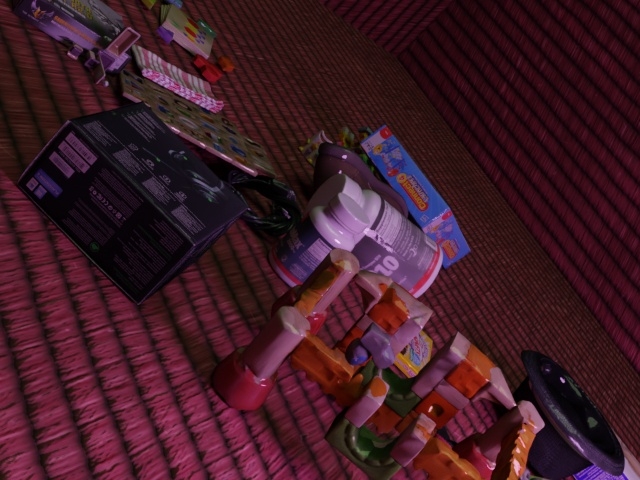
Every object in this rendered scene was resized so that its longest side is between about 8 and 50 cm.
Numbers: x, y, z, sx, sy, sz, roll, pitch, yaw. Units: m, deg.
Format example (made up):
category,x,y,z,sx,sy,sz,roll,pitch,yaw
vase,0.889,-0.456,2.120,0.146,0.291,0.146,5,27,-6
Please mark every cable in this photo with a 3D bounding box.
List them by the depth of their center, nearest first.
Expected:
category,x,y,z,sx,sy,sz,roll,pitch,yaw
cable,-0.123,-0.073,1.915,0.184,0.047,0.150,22,39,-20

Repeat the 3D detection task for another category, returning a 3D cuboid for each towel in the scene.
category,x,y,z,sx,sy,sz,roll,pitch,yaw
towel,-0.302,-0.343,2.078,0.197,0.029,0.144,25,18,-33

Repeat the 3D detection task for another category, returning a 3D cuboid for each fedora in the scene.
category,x,y,z,sx,sy,sz,roll,pitch,yaw
fedora,0.490,0.394,2.095,0.334,0.152,0.334,40,19,-17

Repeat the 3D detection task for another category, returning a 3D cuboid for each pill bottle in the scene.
category,x,y,z,sx,sy,sz,roll,pitch,yaw
pill bottle,0.000,0.000,1.824,0.108,0.180,0.108,40,19,-17
pill bottle,0.109,-0.004,2.097,0.283,0.161,0.161,37,20,-22

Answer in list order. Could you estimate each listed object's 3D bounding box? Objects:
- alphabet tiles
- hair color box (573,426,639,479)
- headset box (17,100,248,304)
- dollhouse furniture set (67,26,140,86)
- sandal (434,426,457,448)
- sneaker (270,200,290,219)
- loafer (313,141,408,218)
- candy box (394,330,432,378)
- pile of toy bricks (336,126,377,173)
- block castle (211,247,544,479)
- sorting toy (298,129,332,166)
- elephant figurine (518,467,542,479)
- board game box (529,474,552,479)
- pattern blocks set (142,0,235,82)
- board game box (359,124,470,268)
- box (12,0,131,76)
category,x,y,z,sx,sy,sz,roll,pitch,yaw
alphabet tiles,-0.242,-0.232,1.950,0.342,0.011,0.285,28,16,-25
hair color box,0.626,0.483,2.280,0.339,0.110,0.185,55,20,22
headset box,-0.265,-0.069,1.480,0.246,0.131,0.283,45,19,-2
dollhouse furniture set,-0.390,-0.343,1.812,0.091,0.114,0.081,31,28,-44
sandal,0.224,0.365,1.764,0.067,0.040,0.179,37,21,-26
sneaker,-0.084,-0.061,1.993,0.069,0.038,0.098,16,35,-57
loafer,0.080,-0.099,2.341,0.134,0.130,0.366,18,-13,40
candy box,0.179,0.215,2.002,0.105,0.027,0.206,47,19,-7
pile of toy bricks,0.133,-0.220,2.721,0.212,0.118,0.105,40,56,-49
block castle,0.087,0.251,1.465,0.453,0.213,0.303,39,30,1
sorting toy,-0.007,-0.232,2.450,0.083,0.075,0.045,54,20,24
elephant figurine,0.341,0.464,1.673,0.239,0.169,0.186,-116,-169,-54
board game box,0.408,0.502,1.887,0.259,0.039,0.124,28,25,-49
pattern blocks set,-0.326,-0.505,2.410,0.285,0.026,0.325,42,19,-12
board game box,0.251,-0.109,2.596,0.302,0.086,0.308,57,3,28
box,-0.477,-0.434,1.897,0.231,0.056,0.183,32,23,-36
